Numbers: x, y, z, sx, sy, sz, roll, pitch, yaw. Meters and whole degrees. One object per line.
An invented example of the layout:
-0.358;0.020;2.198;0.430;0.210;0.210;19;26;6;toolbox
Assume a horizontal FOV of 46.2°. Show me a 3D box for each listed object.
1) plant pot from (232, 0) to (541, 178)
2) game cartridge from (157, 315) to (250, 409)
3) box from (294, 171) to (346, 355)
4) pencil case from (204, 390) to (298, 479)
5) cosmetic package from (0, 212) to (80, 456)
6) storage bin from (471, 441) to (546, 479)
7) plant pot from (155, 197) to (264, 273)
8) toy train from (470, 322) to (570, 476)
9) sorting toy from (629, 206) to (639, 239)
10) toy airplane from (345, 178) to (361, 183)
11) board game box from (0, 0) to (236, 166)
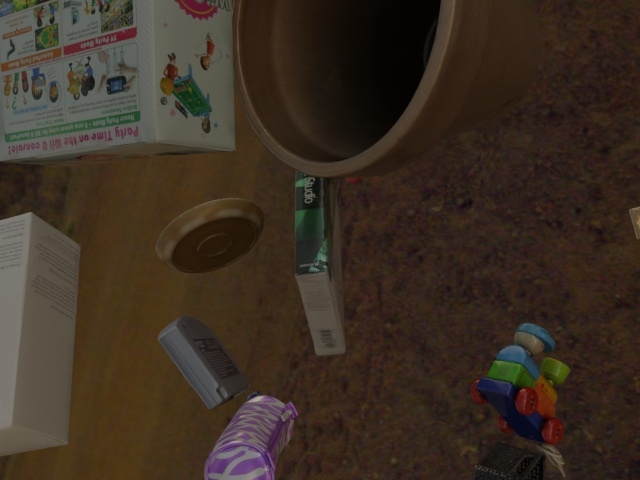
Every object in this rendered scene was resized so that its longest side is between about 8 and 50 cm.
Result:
0.082;-0.190;0.694;0.263;0.229;0.263;5;97;45;plant pot
-0.237;0.244;1.539;0.196;0.060;0.294;56;180;8;game cartridge
0.000;0.000;1.285;0.232;0.059;0.322;78;-173;-50;box
-0.080;0.256;0.931;0.206;0.088;0.086;-50;-60;-82;pencil case
-0.529;0.159;1.244;0.197;0.155;0.365;-12;63;14;cosmetic package
0.312;0.445;1.252;0.084;0.122;0.180;7;107;35;storage bin
-0.222;0.001;1.560;0.236;0.236;0.032;-54;53;38;plant pot
0.356;0.254;1.200;0.105;0.248;0.143;2;52;51;toy train
0.597;-0.023;1.365;0.012;0.062;0.083;153;102;-82;sorting toy
0.060;-0.377;1.721;0.384;0.273;0.386;-104;20;-48;toy airplane
-0.190;-0.224;0.664;0.224;0.097;0.303;0;91;36;board game box
